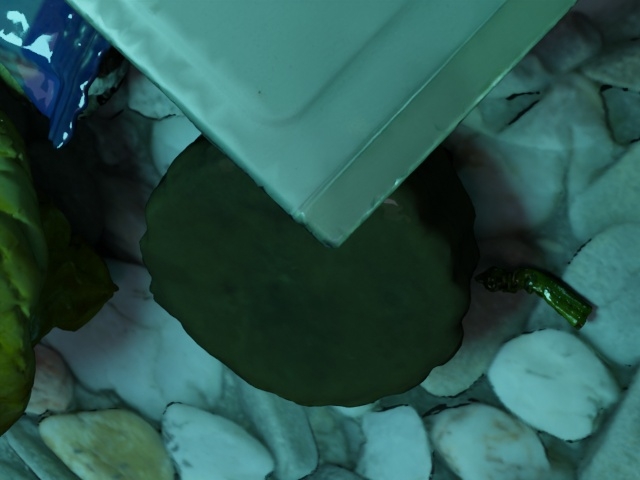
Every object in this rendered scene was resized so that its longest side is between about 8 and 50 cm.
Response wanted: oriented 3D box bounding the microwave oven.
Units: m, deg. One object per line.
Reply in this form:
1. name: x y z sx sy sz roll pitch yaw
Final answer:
1. microwave oven: 0.043 -0.223 0.802 0.286 0.218 0.355 42 103 -4

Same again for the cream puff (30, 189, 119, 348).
1. cream puff: -0.234 0.019 1.236 0.146 0.116 0.146 8 103 37

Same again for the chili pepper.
1. chili pepper: 0.147 0.034 1.110 0.083 0.022 0.027 22 127 6

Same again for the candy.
1. candy: -0.237 -0.211 1.026 0.331 0.077 0.187 31 105 24

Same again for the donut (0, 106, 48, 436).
1. donut: -0.347 0.016 1.134 0.360 0.170 0.360 14 120 26

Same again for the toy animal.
1. toy animal: -0.170 -0.119 1.119 0.098 0.098 0.137 5 140 23

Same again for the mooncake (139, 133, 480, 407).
1. mooncake: 0.000 0.000 1.097 0.228 0.124 0.228 10 126 14
